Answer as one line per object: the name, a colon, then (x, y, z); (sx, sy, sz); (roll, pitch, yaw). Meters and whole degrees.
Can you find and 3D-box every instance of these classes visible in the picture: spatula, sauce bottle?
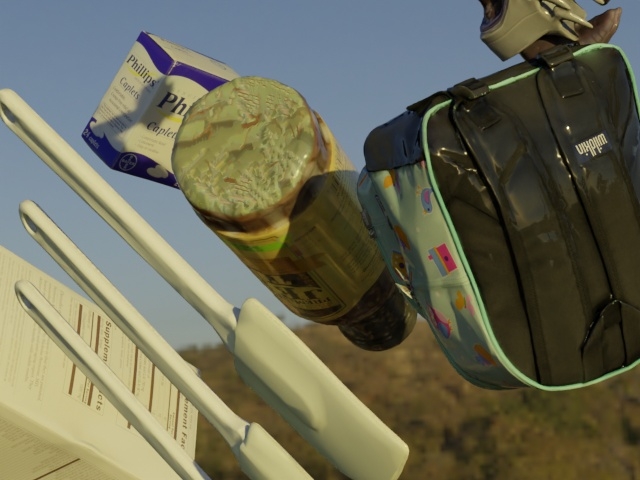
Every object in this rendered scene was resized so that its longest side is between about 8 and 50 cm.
spatula: (-0.062, 0.056, 0.623); (0.019, 0.242, 0.168); (-32, -31, -30)
sauce bottle: (0.000, 0.000, 1.153); (0.111, 0.111, 0.344); (-6, -25, 19)

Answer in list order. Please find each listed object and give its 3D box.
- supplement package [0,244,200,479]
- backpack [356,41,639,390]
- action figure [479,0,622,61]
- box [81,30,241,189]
supplement package: (-0.228, 0.128, 1.204); (0.139, 0.133, 0.244); (-26, -46, 30)
backpack: (0.122, -0.003, 0.910); (0.166, 0.188, 0.144); (-23, -2, -28)
action figure: (0.061, -0.215, 0.949); (0.285, 0.185, 0.099); (26, -29, -8)
box: (-0.161, -0.134, 1.626); (0.126, 0.137, 0.072); (16, 21, -47)
